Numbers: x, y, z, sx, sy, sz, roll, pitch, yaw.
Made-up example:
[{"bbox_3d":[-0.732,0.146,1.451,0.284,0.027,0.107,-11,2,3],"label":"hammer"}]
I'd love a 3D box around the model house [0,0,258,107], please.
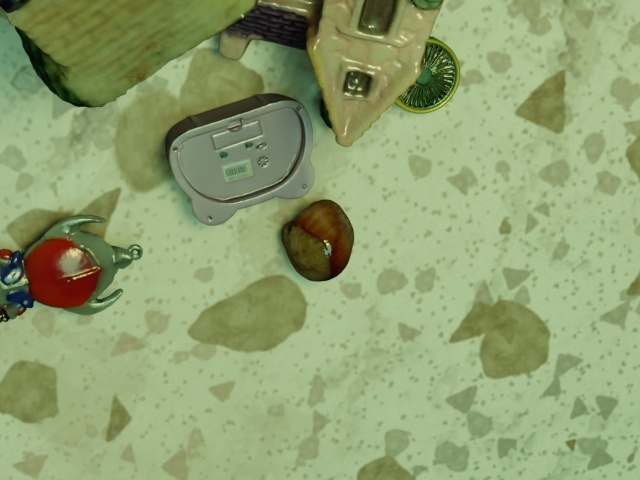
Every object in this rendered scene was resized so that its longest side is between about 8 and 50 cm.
[{"bbox_3d":[-0.228,-0.323,1.628,0.243,0.298,0.284,-29,147,11],"label":"model house"}]

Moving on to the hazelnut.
[{"bbox_3d":[0.000,0.000,1.986,0.086,0.086,0.086,-5,109,-16],"label":"hazelnut"}]

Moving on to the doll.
[{"bbox_3d":[-0.276,0.034,1.917,0.194,0.062,0.104,-13,94,-4],"label":"doll"}]

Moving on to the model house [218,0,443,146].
[{"bbox_3d":[0.003,-0.235,1.817,0.236,0.202,0.237,10,128,-6],"label":"model house"}]

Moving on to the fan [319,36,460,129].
[{"bbox_3d":[0.070,-0.162,1.970,0.155,0.039,0.082,-24,114,-7],"label":"fan"}]

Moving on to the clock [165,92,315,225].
[{"bbox_3d":[-0.082,-0.086,1.941,0.152,0.050,0.110,-18,112,-11],"label":"clock"}]
